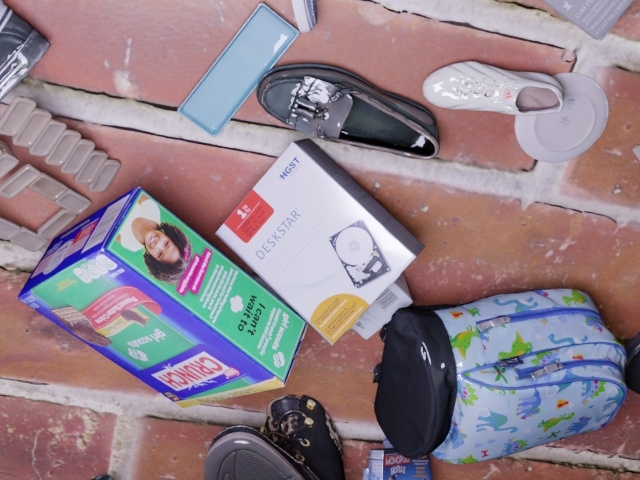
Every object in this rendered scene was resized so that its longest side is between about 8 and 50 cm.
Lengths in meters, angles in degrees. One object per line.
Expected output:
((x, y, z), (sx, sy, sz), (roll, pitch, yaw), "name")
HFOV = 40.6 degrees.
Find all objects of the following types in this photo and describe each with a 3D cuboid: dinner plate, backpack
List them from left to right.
((0.293, 0.205, 1.344), (0.355, 0.273, 0.290), (-19, 139, -26), "backpack")
((0.356, -0.176, 1.268), (0.141, 0.017, 0.141), (-3, 118, -6), "dinner plate")

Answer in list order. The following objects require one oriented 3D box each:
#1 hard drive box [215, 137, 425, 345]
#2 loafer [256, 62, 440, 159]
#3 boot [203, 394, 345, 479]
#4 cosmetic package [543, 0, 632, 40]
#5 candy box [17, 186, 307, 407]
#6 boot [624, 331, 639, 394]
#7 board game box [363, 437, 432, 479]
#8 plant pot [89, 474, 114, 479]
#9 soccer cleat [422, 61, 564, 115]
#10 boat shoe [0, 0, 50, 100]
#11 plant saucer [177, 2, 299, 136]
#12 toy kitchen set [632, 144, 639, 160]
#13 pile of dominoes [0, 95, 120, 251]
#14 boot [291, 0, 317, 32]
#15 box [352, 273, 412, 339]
((0.000, 0.000, 1.225), (0.232, 0.089, 0.181), (43, 108, 5), "hard drive box")
((0.045, -0.173, 1.186), (0.267, 0.084, 0.096), (12, 119, -17), "loafer")
((-0.054, 0.354, 1.361), (0.138, 0.284, 0.377), (-32, 119, 13), "boot")
((0.295, -0.378, 1.098), (0.237, 0.107, 0.127), (25, 116, -23), "cosmetic package")
((-0.222, 0.098, 1.224), (0.317, 0.122, 0.268), (39, 142, -24), "candy box")
((0.713, 0.275, 1.317), (0.366, 0.445, 0.146), (-14, 120, 1), "boot")
((0.129, 0.401, 1.454), (0.060, 0.194, 0.194), (-7, 164, 33), "board game box")
((-0.386, 0.519, 1.440), (0.293, 0.293, 0.196), (-26, 93, 8), "plant pot")
((0.241, -0.207, 1.197), (0.196, 0.076, 0.068), (2, 119, -1), "soccer cleat")
((-0.472, -0.152, 1.119), (0.119, 0.121, 0.335), (34, 110, -23), "boat shoe")
((-0.113, -0.231, 1.179), (0.067, 0.018, 0.192), (34, 109, -23), "plant saucer")
((0.497, -0.194, 1.213), (0.166, 0.122, 0.207), (-38, 117, 14), "toy kitchen set")
((-0.398, -0.092, 1.157), (0.196, 0.040, 0.251), (-38, 153, 6), "pile of dominoes")
((-0.001, -0.360, 1.089), (0.086, 0.069, 0.190), (-7, 119, 2), "boot")
((0.068, 0.074, 1.331), (0.102, 0.087, 0.101), (-41, 116, 17), "box")
